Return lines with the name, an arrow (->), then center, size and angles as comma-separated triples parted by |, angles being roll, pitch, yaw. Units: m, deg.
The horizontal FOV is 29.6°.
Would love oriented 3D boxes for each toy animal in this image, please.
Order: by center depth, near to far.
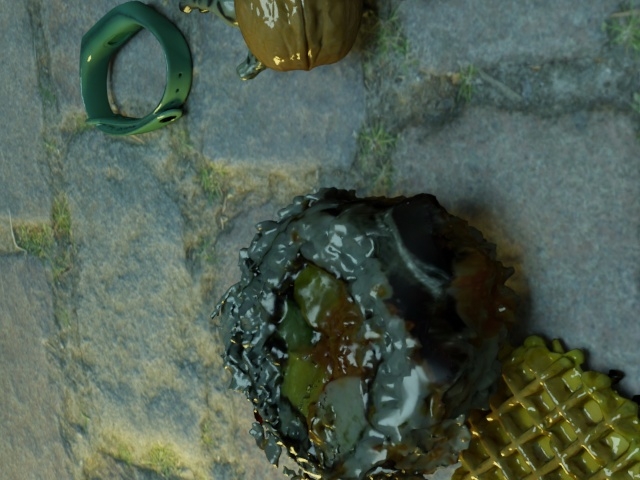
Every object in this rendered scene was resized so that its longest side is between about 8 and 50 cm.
toy animal -> -0.125, -0.346, 1.691 | 0.170, 0.090, 0.255 | -12, 94, 41

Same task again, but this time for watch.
watch -> -0.295, -0.259, 1.895 | 0.237, 0.068, 0.195 | -27, 83, 41

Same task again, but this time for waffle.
waffle -> 0.266, 0.264, 1.464 | 0.329, 0.062, 0.329 | 13, 109, 42

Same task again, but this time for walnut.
walnut -> -0.028, -0.314, 1.543 | 0.165, 0.165, 0.197 | 15, 112, 42

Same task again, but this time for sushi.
sushi -> 0.046, 0.128, 1.512 | 0.417, 0.176, 0.418 | -7, 80, 41

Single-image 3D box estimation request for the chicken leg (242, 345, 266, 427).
chicken leg -> -0.088, 0.197, 1.808 | 0.089, 0.048, 0.219 | -28, 80, 42
